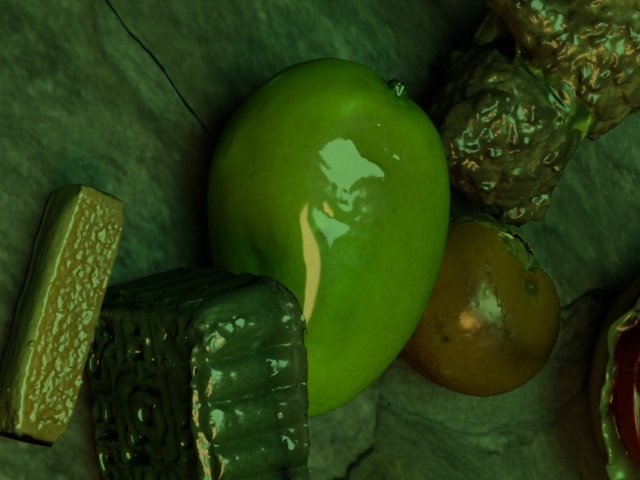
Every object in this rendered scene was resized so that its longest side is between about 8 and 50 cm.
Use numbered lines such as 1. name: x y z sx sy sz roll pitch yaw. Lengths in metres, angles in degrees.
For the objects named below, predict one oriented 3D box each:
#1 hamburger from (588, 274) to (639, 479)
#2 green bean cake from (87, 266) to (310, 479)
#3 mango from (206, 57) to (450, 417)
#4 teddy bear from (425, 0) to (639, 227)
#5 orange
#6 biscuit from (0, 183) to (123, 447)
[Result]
1. hamburger: 0.359 0.136 1.620 0.274 0.212 0.275 -2 93 -39
2. green bean cake: -0.094 0.115 1.325 0.094 0.173 0.181 -9 99 -37
3. mango: 0.008 -0.004 1.406 0.185 0.149 0.273 -7 102 -22
4. teddy bear: 0.187 -0.177 1.547 0.246 0.222 0.296 55 23 -57
5. orange: 0.123 0.053 1.510 0.156 0.134 0.157 43 37 -46
6. biscuit: -0.193 0.053 1.325 0.052 0.056 0.188 21 80 -32
